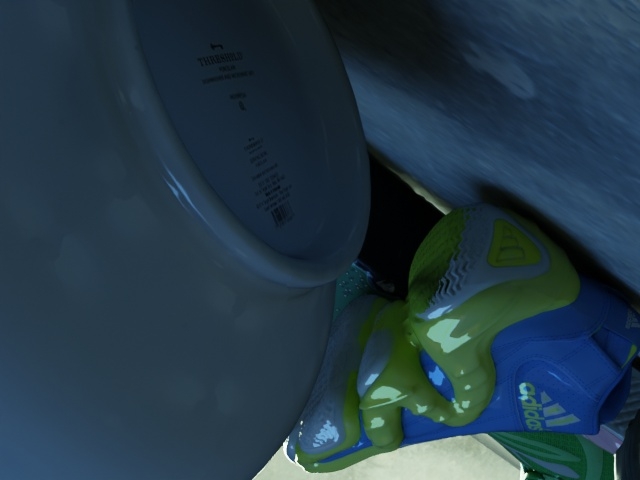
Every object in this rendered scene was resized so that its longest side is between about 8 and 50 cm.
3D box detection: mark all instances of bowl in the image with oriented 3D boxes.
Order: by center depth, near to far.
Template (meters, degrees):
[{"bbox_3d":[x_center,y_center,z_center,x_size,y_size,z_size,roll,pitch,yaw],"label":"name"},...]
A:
[{"bbox_3d":[-0.076,-0.032,0.574,0.298,0.134,0.298,42,-144,-41],"label":"bowl"}]

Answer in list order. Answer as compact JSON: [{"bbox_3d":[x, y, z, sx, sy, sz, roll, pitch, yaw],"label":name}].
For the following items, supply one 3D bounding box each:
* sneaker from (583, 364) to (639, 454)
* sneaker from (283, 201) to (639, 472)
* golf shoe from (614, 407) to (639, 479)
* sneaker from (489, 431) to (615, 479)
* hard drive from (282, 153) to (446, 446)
[{"bbox_3d":[0.180,0.104,0.945,0.134,0.051,0.070,39,177,5],"label":"sneaker"},{"bbox_3d":[0.070,0.073,0.836,0.126,0.091,0.240,26,151,-9],"label":"sneaker"},{"bbox_3d":[0.211,0.097,0.501,0.273,0.105,0.120,27,156,27],"label":"golf shoe"},{"bbox_3d":[0.183,0.174,1.163,0.295,0.123,0.109,40,174,-36],"label":"sneaker"},{"bbox_3d":[-0.068,-0.012,0.959,0.339,0.064,0.237,38,148,-16],"label":"hard drive"}]
